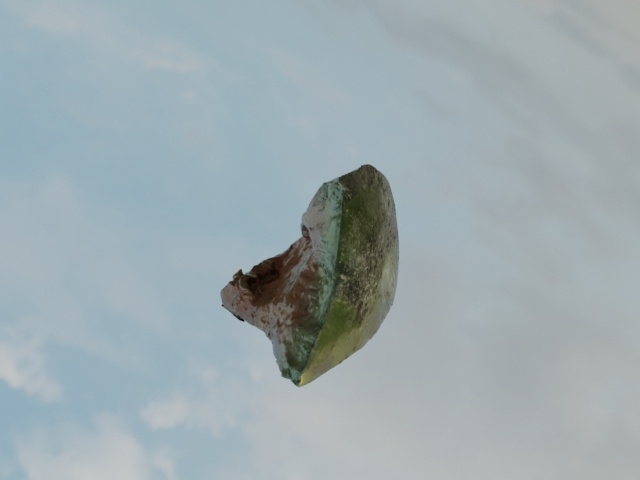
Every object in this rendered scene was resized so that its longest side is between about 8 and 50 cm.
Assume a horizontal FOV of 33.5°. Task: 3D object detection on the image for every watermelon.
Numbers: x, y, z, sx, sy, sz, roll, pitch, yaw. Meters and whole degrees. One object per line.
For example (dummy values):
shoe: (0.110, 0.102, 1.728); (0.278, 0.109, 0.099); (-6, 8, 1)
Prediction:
watermelon: (0.011, 0.002, 0.592); (0.080, 0.101, 0.155); (20, -159, 33)
